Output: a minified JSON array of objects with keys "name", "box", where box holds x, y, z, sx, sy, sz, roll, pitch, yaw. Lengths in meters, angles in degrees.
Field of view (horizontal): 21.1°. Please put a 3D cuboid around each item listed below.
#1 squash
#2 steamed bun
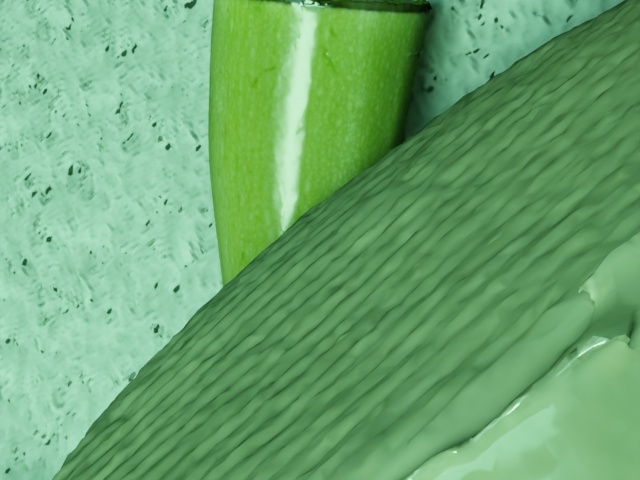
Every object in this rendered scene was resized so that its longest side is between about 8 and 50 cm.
[{"name":"squash","box":[0.000,0.000,0.734,0.094,0.094,0.224,5,101,25]},{"name":"steamed bun","box":[0.090,0.090,0.552,0.374,0.374,0.241,-31,101,23]}]
